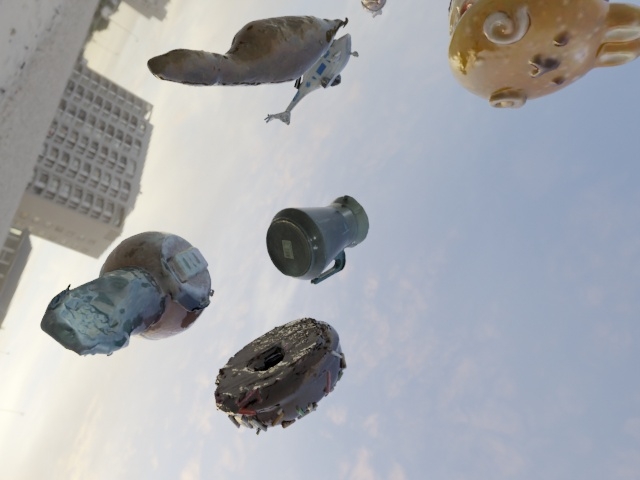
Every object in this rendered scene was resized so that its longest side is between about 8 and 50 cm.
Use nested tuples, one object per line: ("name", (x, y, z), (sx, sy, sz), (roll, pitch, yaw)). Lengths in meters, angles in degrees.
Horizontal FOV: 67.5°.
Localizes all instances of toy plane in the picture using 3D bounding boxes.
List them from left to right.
("toy plane", (-0.026, -0.359, 1.098), (0.273, 0.107, 0.182), (-50, -177, 15))

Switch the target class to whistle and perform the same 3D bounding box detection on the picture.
("whistle", (-0.292, 0.091, 0.733), (0.189, 0.189, 0.348), (-50, 179, 17))

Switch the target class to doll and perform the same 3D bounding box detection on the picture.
("doll", (0.155, -0.689, 1.361), (0.073, 0.127, 0.084), (-39, -132, -3))

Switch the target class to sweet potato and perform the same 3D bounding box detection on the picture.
("sweet potato", (-0.073, -0.207, 0.541), (0.269, 0.074, 0.075), (-32, -163, -36))

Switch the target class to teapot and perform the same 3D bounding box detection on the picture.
("teapot", (0.000, 0.000, 1.134), (0.171, 0.225, 0.203), (14, -63, 38))

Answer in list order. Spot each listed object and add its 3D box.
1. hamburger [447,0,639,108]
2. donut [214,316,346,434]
("hamburger", (0.373, -0.354, 0.820), (0.303, 0.261, 0.186), (0, -117, 8))
("donut", (-0.074, 0.249, 0.902), (0.270, 0.103, 0.269), (-27, -167, 7))
